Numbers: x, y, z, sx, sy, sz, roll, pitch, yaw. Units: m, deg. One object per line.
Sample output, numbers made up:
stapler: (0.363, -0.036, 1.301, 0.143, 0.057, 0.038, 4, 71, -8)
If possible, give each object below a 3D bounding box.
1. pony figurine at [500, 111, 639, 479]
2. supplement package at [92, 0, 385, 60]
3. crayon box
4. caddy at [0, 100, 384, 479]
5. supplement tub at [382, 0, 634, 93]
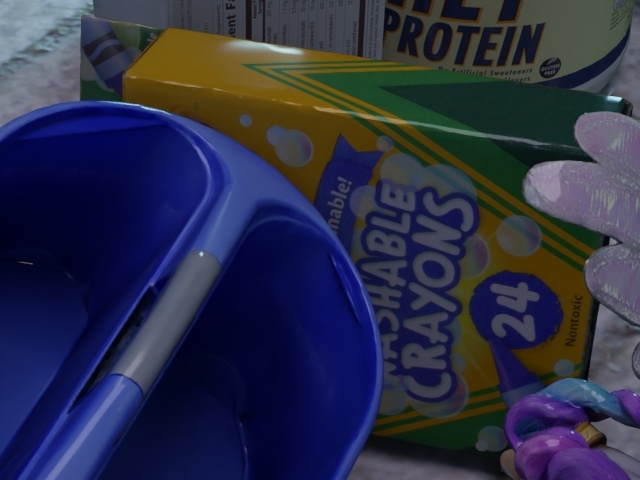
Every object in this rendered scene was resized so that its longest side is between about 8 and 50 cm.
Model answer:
pony figurine: (0.184, 0.152, 0.848, 0.363, 0.351, 0.302, 29, 85, 30)
supplement package: (-0.065, -0.175, 1.300, 0.145, 0.204, 0.262, -9, 41, -14)
crayon box: (0.000, 0.000, 1.086, 0.323, 0.203, 0.083, 10, 28, 11)
caddy: (-0.108, 0.078, 0.924, 0.241, 0.179, 0.341, 37, 43, -7)
supplement tub: (0.114, -0.266, 1.321, 0.235, 0.324, 0.235, 1, 40, 0)
